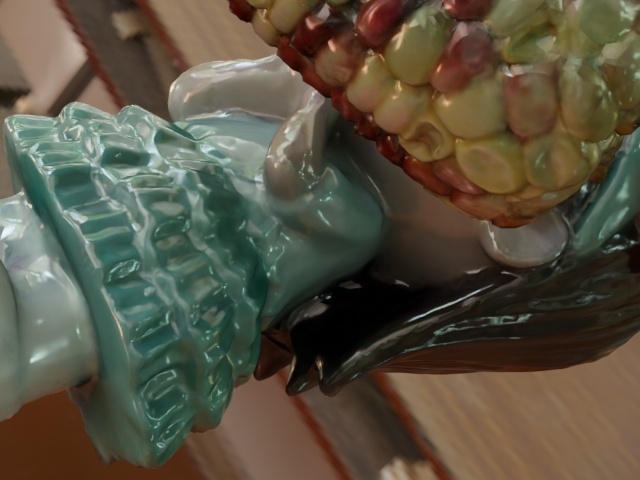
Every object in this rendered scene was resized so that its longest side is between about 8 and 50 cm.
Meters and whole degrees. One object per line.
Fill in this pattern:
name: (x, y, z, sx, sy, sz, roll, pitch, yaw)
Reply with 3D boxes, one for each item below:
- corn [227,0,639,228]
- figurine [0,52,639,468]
corn: (-0.022, -0.110, 0.363, 0.253, 0.086, 0.086, 44, 28, 0)
figurine: (0.000, 0.000, 0.461, 0.246, 0.110, 0.138, -14, 40, -22)
